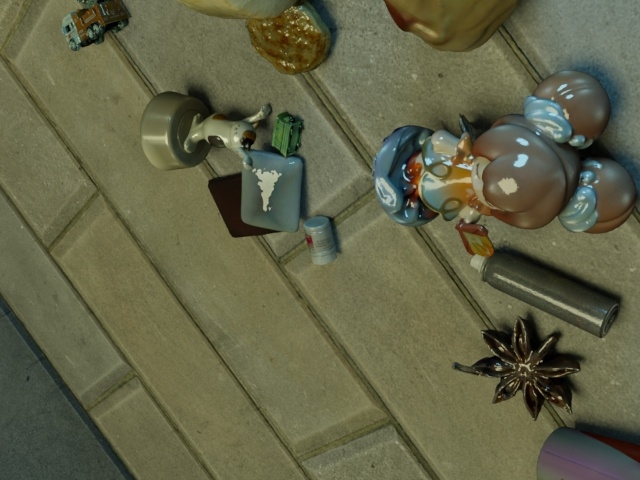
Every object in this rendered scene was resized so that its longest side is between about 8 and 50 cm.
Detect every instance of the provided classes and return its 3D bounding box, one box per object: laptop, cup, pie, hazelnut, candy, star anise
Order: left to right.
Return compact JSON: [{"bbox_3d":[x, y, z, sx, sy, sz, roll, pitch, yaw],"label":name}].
[{"bbox_3d":[-0.163,-0.082,2.412,0.207,0.026,0.154,-7,114,48],"label":"laptop"},{"bbox_3d":[-0.107,-0.105,2.279,0.138,0.071,0.174,12,117,17],"label":"candy"},{"bbox_3d":[-0.060,-0.397,2.043,0.193,0.079,0.163,-6,121,47],"label":"pie"},{"bbox_3d":[0.208,-0.434,1.657,0.261,0.241,0.261,14,149,8],"label":"hazelnut"},{"bbox_3d":[0.386,0.244,2.054,0.262,0.081,0.230,-2,117,33],"label":"star anise"},{"bbox_3d":[0.559,0.451,1.969,0.288,0.203,0.203,14,127,45],"label":"cup"}]

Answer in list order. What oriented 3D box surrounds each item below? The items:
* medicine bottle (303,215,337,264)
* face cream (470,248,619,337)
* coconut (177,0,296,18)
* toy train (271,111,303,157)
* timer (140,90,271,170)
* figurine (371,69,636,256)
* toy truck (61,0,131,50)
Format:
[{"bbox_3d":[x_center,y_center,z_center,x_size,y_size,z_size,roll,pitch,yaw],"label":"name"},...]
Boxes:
[{"bbox_3d":[0.000,0.000,2.279,0.058,0.058,0.091,10,124,40],"label":"medicine bottle"},{"bbox_3d":[0.402,0.087,1.933,0.284,0.073,0.073,26,133,30],"label":"face cream"},{"bbox_3d":[-0.144,-0.534,1.875,0.329,0.329,0.328,25,133,31],"label":"coconut"},{"bbox_3d":[-0.069,-0.222,2.208,0.056,0.038,0.093,39,139,27],"label":"toy train"},{"bbox_3d":[-0.234,-0.231,2.278,0.266,0.175,0.175,6,122,34],"label":"timer"},{"bbox_3d":[0.306,-0.115,1.785,0.388,0.248,0.276,2,122,55],"label":"figurine"},{"bbox_3d":[-0.525,-0.511,2.419,0.178,0.080,0.115,-18,99,48],"label":"toy truck"}]
